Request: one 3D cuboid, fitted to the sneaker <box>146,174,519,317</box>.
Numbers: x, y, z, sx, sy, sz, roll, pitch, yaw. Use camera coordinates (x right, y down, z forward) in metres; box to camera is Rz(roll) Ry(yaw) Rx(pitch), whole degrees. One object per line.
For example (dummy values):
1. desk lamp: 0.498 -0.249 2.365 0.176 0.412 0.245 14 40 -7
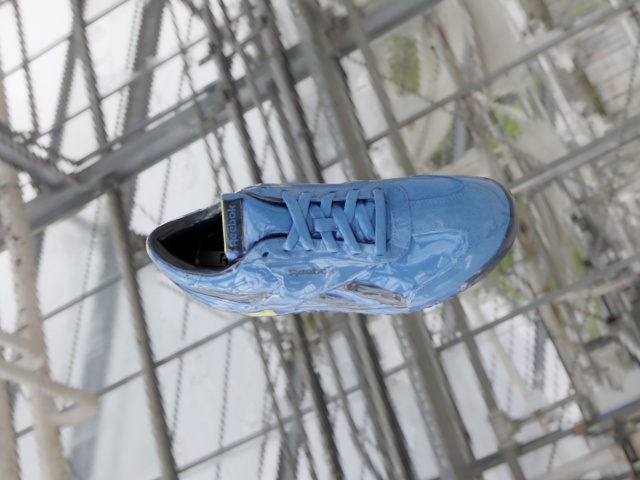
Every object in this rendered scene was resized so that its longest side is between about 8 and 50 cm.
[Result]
1. sneaker: 0.000 0.000 0.638 0.082 0.209 0.069 29 -122 -53
